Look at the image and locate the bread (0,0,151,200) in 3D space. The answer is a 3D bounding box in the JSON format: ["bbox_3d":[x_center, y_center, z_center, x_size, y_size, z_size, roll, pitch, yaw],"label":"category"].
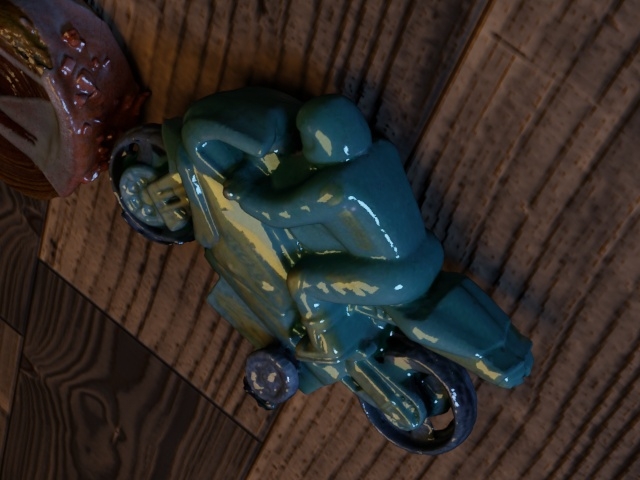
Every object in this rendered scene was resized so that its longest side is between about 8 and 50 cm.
[{"bbox_3d":[-0.198,-0.108,0.988,0.160,0.073,0.160,25,137,26],"label":"bread"}]

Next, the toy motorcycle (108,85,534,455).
[{"bbox_3d":[0.001,0.001,0.884,0.296,0.109,0.198,43,135,6],"label":"toy motorcycle"}]
